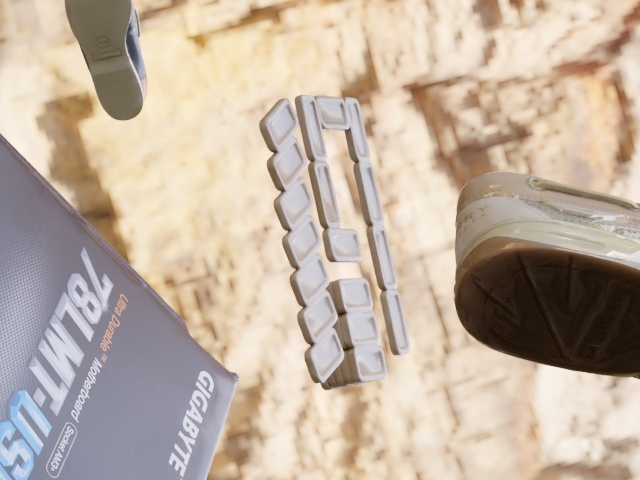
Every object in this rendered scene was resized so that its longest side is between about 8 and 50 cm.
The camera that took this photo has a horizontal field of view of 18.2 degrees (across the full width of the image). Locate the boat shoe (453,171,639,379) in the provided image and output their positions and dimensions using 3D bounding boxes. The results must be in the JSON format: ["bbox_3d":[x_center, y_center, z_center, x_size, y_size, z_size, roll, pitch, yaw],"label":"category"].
[{"bbox_3d":[0.215,0.034,1.096,0.098,0.302,0.109,-89,-162,-51],"label":"boat shoe"}]

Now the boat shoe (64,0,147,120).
[{"bbox_3d":[-0.152,-0.154,1.438,0.043,0.049,0.137,-86,166,-58],"label":"boat shoe"}]

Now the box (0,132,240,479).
[{"bbox_3d":[-0.189,0.079,1.086,0.073,0.295,0.293,-34,-70,29],"label":"box"}]

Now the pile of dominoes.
[{"bbox_3d":[0.000,0.000,1.690,0.040,0.196,0.251,-15,-96,26],"label":"pile of dominoes"}]
